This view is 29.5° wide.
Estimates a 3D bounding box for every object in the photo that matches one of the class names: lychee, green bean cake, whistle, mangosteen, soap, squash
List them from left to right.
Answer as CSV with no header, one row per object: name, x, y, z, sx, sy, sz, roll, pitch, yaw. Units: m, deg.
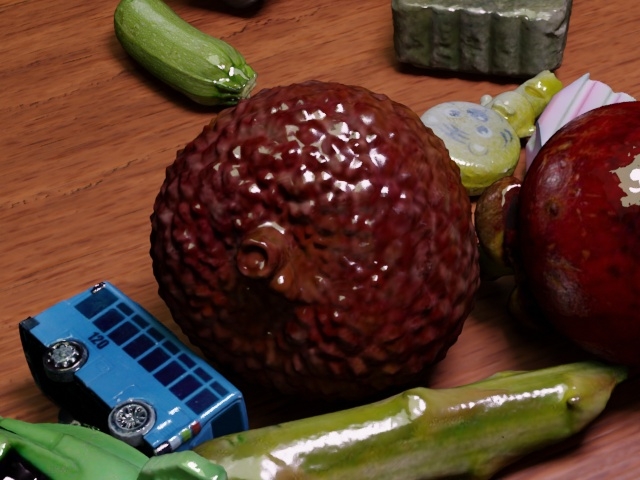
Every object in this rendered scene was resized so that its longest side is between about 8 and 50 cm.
squash,-0.151,-0.203,1.303,0.077,0.068,0.219,-32,50,-32
lychee,0.000,0.000,0.955,0.260,0.260,0.260,-3,44,3
green bean cake,0.179,-0.257,1.310,0.183,0.094,0.185,6,45,13
whistle,0.169,-0.108,1.192,0.104,0.057,0.198,37,50,23
soap,0.245,-0.084,1.136,0.100,0.056,0.149,29,50,7
mangosteen,0.227,-0.003,0.980,0.257,0.215,0.215,-5,34,45

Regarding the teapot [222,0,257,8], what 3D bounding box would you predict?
teapot,-0.127,-0.361,1.368,0.239,0.149,0.162,-10,65,50

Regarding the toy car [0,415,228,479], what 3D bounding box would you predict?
toy car,-0.239,0.197,0.819,0.358,0.176,0.213,17,47,23

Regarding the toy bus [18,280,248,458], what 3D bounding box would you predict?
toy bus,-0.147,0.117,0.957,0.106,0.090,0.184,-35,53,-28

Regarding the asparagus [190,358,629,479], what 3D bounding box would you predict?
asparagus,0.068,0.149,0.909,0.343,0.085,0.082,-12,37,-13
